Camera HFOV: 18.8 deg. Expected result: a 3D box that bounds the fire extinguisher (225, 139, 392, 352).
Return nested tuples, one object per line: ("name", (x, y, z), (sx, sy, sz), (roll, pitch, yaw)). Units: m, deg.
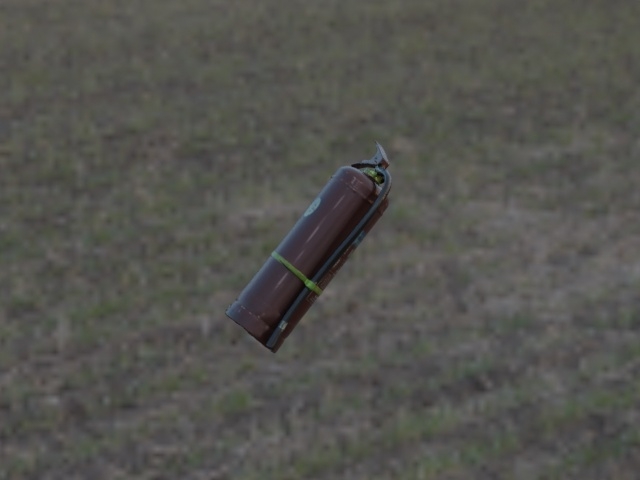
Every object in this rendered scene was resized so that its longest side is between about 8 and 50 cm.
("fire extinguisher", (0.000, 0.000, 1.082), (0.039, 0.132, 0.056), (40, -4, -26))
